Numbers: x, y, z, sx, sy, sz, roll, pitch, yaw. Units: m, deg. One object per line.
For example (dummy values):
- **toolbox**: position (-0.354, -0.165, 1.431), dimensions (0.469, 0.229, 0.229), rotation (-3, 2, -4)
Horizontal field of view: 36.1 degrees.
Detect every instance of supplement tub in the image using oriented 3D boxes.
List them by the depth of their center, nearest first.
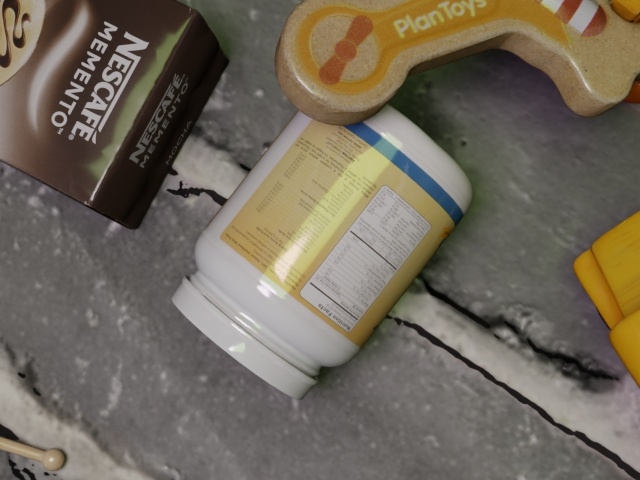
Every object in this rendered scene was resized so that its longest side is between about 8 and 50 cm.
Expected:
- **supplement tub**: position (0.000, 0.000, 0.715), dimensions (0.144, 0.144, 0.200), rotation (38, 89, 10)

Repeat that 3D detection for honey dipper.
- **honey dipper**: position (-0.281, 0.153, 0.788), dimensions (0.160, 0.030, 0.030), rotation (15, 84, 6)

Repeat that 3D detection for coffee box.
- **coffee box**: position (-0.246, -0.153, 0.778), dimensions (0.297, 0.119, 0.168), rotation (27, 86, 10)

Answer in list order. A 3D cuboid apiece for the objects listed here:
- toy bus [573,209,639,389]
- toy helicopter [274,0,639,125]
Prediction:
- **toy bus**: position (0.290, 0.121, 0.636), dimensions (0.108, 0.130, 0.333), rotation (-36, 67, 17)
- **toy helicopter**: position (0.122, -0.183, 0.665), dimensions (0.355, 0.140, 0.235), rotation (-24, 84, -21)
